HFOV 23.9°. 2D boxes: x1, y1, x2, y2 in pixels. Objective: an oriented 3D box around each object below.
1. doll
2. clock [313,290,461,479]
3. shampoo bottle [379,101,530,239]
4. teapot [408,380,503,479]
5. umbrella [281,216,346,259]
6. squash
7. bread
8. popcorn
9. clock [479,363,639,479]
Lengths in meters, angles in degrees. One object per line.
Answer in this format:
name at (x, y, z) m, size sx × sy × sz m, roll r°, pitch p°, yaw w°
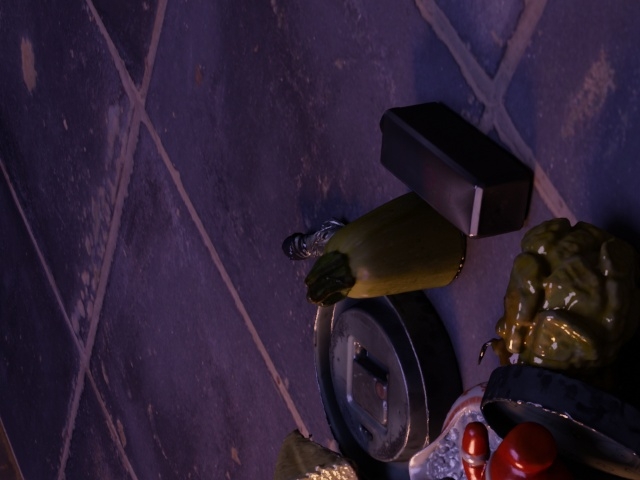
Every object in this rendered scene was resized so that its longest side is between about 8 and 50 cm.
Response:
doll at (0.191, 0.305, 1.615) m, size 0.200 × 0.105 × 0.336 m, roll 51°, pitch 152°, yaw 14°
clock at (0.087, 0.188, 2.034) m, size 0.312 × 0.061 × 0.312 m, roll 34°, pitch 130°, yaw 54°
shampoo bottle at (0.147, -0.092, 1.783) m, size 0.246 × 0.079 × 0.080 m, roll 44°, pitch 137°, yaw 49°
teapot at (0.210, 0.238, 1.751) m, size 0.245 × 0.116 × 0.159 m, roll -47°, pitch 34°, yaw 44°
umbrella at (0.000, 0.000, 2.145) m, size 0.050 × 0.046 × 0.188 m, roll 61°, pitch 155°, yaw -9°
squash at (0.080, 0.011, 1.804) m, size 0.137 × 0.287 × 0.137 m, roll 5°, pitch 100°, yaw 31°
bread at (0.035, 0.374, 2.168) m, size 0.178 × 0.135 × 0.240 m, roll -82°, pitch -32°, yaw -63°
popcorn at (0.250, 0.073, 1.564) m, size 0.195 × 0.174 × 0.168 m, roll 81°, pitch -178°, yaw -60°
clock at (0.265, 0.198, 1.549) m, size 0.042 × 0.215 × 0.215 m, roll -62°, pitch 20°, yaw -18°
